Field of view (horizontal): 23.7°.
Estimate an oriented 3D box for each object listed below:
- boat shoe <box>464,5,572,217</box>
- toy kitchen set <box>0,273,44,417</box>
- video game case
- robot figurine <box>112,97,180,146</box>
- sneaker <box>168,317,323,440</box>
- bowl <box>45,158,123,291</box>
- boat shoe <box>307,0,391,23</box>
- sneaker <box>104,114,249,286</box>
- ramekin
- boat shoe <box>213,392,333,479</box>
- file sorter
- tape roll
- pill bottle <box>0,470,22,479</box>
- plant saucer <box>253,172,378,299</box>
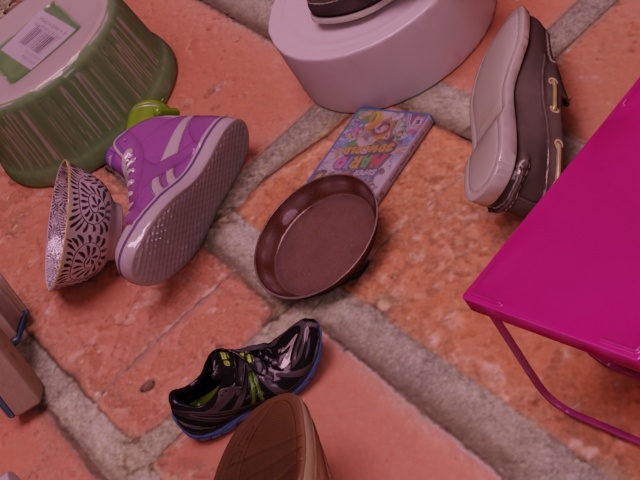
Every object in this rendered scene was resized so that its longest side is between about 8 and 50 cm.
[{"bbox_3d":[0.224,-0.140,1.679,0.109,0.091,0.305,-55,17,44],"label":"boat shoe"},{"bbox_3d":[-0.438,0.154,1.890,0.166,0.122,0.207,-31,18,7],"label":"toy kitchen set"},{"bbox_3d":[0.049,-0.092,1.824,0.119,0.015,0.166,11,58,43],"label":"video game case"},{"bbox_3d":[-0.230,-0.143,2.049,0.101,0.067,0.115,-37,33,33],"label":"robot figurine"},{"bbox_3d":[-0.079,0.143,1.624,0.188,0.078,0.067,-32,38,4],"label":"sneaker"},{"bbox_3d":[-0.297,-0.015,1.935,0.170,0.080,0.170,-173,90,-72],"label":"bowl"},{"bbox_3d":[0.078,-0.331,1.845,0.228,0.068,0.081,-18,41,22],"label":"boat shoe"},{"bbox_3d":[-0.216,-0.055,1.898,0.161,0.102,0.282,10,44,22],"label":"sneaker"},{"bbox_3d":[-0.373,-0.236,2.191,0.303,0.148,0.303,-21,40,19],"label":"ramekin"},{"bbox_3d":[-0.026,0.296,1.400,0.122,0.110,0.341,-30,40,27],"label":"boat shoe"},{"bbox_3d":[0.317,0.025,1.358,0.202,0.182,0.290,20,63,48],"label":"file sorter"},{"bbox_3d":[0.077,-0.297,1.950,0.286,0.100,0.286,-21,41,19],"label":"tape roll"},{"bbox_3d":[-0.379,0.320,1.670,0.137,0.078,0.078,-37,38,-1],"label":"pill bottle"},{"bbox_3d":[0.000,0.000,1.740,0.168,0.029,0.168,-21,48,26],"label":"plant saucer"}]
